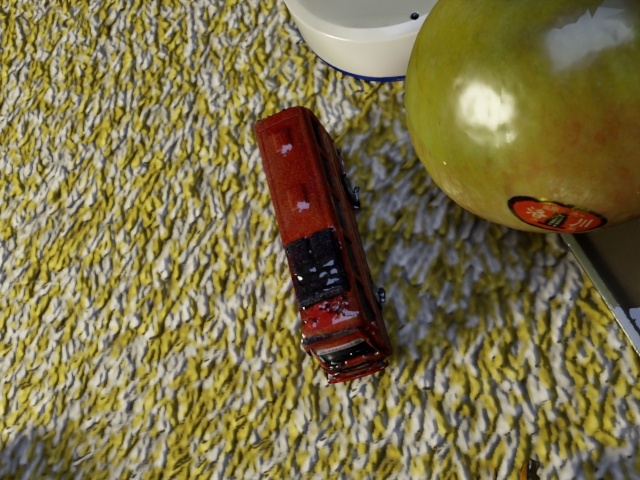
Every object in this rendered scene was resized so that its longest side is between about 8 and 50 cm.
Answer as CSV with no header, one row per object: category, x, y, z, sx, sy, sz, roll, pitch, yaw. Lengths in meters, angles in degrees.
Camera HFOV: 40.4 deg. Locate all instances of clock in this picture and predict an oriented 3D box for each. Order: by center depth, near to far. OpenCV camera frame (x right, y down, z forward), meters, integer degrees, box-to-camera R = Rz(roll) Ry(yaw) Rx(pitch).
clock,0.073,-0.270,0.843,0.230,0.083,0.230,-8,67,19

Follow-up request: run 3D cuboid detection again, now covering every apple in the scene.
apple,0.188,-0.123,0.648,0.261,0.194,0.261,-17,31,11

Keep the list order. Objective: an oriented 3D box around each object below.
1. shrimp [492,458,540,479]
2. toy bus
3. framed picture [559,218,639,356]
shrimp,0.166,0.275,0.592,0.150,0.068,0.248,-10,70,2
toy bus,0.000,0.000,0.747,0.074,0.096,0.234,-21,61,13
framed picture,0.331,-0.019,0.674,0.260,0.023,0.189,-30,62,6
